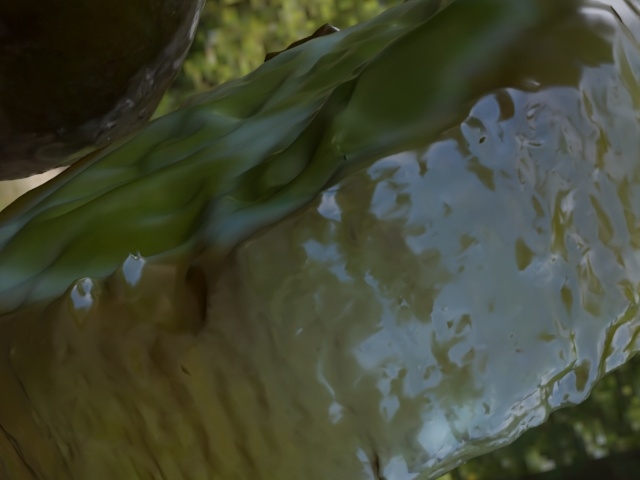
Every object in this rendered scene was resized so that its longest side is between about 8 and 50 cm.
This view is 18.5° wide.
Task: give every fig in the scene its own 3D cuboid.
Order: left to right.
[{"bbox_3d":[-0.105,-0.148,0.678,0.290,0.191,0.190,125,-44,-55],"label":"fig"}]

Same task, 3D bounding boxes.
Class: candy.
[{"bbox_3d":[0.000,0.000,0.609,0.260,0.260,0.118,-125,-170,-79],"label":"candy"}]
